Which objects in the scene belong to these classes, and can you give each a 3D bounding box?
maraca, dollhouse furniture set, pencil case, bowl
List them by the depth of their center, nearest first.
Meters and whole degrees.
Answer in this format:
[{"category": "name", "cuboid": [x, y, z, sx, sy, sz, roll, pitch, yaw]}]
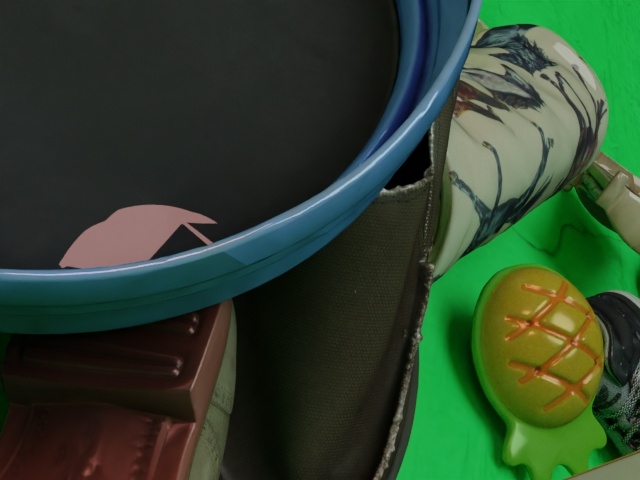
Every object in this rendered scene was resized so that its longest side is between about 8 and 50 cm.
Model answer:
[{"category": "bowl", "cuboid": [-0.119, -0.131, 0.500, 0.391, 0.077, 0.391, 2, 58, -4]}, {"category": "pencil case", "cuboid": [0.106, -0.084, 0.860, 0.183, 0.160, 0.410, 39, 31, 14]}, {"category": "maraca", "cuboid": [0.186, 0.111, 0.862, 0.127, 0.099, 0.186, -5, 81, -23]}, {"category": "dollhouse furniture set", "cuboid": [0.333, 0.046, 1.072, 0.355, 0.174, 0.303, 35, 14, -1]}]

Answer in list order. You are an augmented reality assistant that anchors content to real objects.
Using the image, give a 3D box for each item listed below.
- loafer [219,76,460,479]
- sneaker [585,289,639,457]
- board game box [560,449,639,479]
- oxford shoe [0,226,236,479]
[{"category": "loafer", "cuboid": [0.000, 0.000, 0.587, 0.130, 0.133, 0.366, 73, 26, -74]}, {"category": "sneaker", "cuboid": [0.285, 0.164, 0.945, 0.153, 0.101, 0.269, 11, 49, -46]}, {"category": "board game box", "cuboid": [0.093, 0.234, 0.452, 0.064, 0.316, 0.242, 39, 39, -27]}, {"category": "oxford shoe", "cuboid": [-0.103, 0.155, 0.448, 0.130, 0.123, 0.348, 79, 27, -55]}]
